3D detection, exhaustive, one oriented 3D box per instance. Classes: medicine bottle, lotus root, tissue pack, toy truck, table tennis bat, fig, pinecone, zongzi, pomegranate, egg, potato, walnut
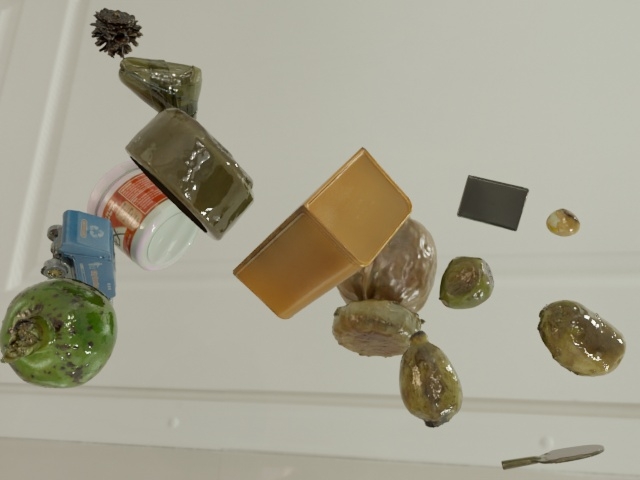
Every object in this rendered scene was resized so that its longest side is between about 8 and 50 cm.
[{"bbox_3d":[-0.511,-0.072,1.871,0.252,0.240,0.253,-44,158,-23],"label":"medicine bottle"},{"bbox_3d":[0.242,0.313,1.441,0.138,0.138,0.214,19,53,-75],"label":"lotus root"},{"bbox_3d":[0.000,0.000,1.101,0.145,0.274,0.194,47,50,-2],"label":"tissue pack"},{"bbox_3d":[-0.643,0.081,1.711,0.367,0.175,0.146,108,-23,-50],"label":"toy truck"},{"bbox_3d":[0.541,0.506,1.483,0.131,0.234,0.022,15,59,-66],"label":"table tennis bat"},{"bbox_3d":[0.397,0.117,1.735,0.165,0.144,0.154,-42,163,-22],"label":"fig"},{"bbox_3d":[-0.551,-0.557,1.712,0.140,0.140,0.121,-64,178,-61],"label":"pinecone"},{"bbox_3d":[-0.443,-0.370,1.729,0.112,0.220,0.242,-129,-133,-67],"label":"zongzi"},{"bbox_3d":[-0.487,0.167,1.156,0.263,0.210,0.211,56,34,-79],"label":"pomegranate"},{"bbox_3d":[0.626,-0.043,1.632,0.071,0.083,0.071,-59,-171,15],"label":"egg"},{"bbox_3d":[0.569,0.199,1.355,0.081,0.200,0.164,-49,-166,57],"label":"potato"},{"bbox_3d":[0.207,0.067,1.940,0.344,0.305,0.306,-64,156,-21],"label":"walnut"}]

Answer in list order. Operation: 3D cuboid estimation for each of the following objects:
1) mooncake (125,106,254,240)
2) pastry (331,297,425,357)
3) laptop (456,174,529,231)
[{"bbox_3d":[-0.270,-0.146,1.363,0.155,0.284,0.284,-45,153,-8],"label":"mooncake"},{"bbox_3d":[0.157,0.239,1.775,0.236,0.256,0.121,123,-18,-57],"label":"pastry"},{"bbox_3d":[0.495,-0.109,1.828,0.016,0.180,0.129,10,96,-65],"label":"laptop"}]
